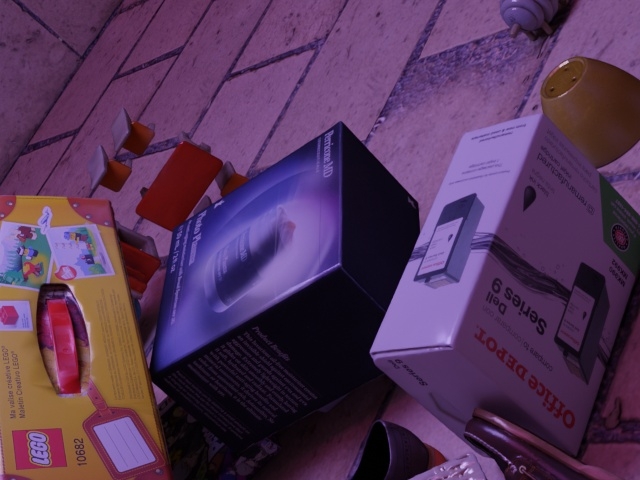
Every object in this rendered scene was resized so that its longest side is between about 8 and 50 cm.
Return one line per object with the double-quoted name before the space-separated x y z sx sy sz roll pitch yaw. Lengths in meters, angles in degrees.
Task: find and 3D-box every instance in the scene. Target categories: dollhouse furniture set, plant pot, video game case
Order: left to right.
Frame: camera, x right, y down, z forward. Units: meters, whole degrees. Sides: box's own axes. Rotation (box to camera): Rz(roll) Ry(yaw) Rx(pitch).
"dollhouse furniture set" -0.258 -0.045 2.123 0.259 0.262 0.135 -54 26 19
"video game case" -0.162 0.269 1.738 0.210 0.042 0.232 -44 31 10
"plant pot" 0.320 -0.166 1.572 0.134 0.095 0.134 -36 28 23

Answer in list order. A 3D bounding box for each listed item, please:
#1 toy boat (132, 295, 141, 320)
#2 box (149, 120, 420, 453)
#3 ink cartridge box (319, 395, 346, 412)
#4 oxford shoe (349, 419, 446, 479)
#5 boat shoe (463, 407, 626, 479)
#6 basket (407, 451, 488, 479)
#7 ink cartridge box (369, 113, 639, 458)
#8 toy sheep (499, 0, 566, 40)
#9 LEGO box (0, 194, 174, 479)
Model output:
"toy boat" -0.382 0.123 2.244 0.267 0.148 0.318 -37 36 34
"box" -0.037 0.054 1.623 0.294 0.183 0.296 -31 32 22
"ink cartridge box" 0.011 0.122 1.715 0.224 0.045 0.223 -40 29 14
"oxford shoe" 0.041 0.315 1.355 0.097 0.098 0.271 -18 40 45
"boat shoe" 0.208 0.222 1.191 0.207 0.073 0.073 26 82 40
"basket" 0.105 0.292 1.229 0.167 0.103 0.113 -26 30 2
"ink cartridge box" 0.202 0.052 1.336 0.122 0.211 0.289 -12 45 49
"toy sheep" 0.296 -0.335 1.844 0.091 0.091 0.132 -17 41 47
"LEGO box" -0.338 0.246 1.611 0.500 0.193 0.372 -111 29 -44
